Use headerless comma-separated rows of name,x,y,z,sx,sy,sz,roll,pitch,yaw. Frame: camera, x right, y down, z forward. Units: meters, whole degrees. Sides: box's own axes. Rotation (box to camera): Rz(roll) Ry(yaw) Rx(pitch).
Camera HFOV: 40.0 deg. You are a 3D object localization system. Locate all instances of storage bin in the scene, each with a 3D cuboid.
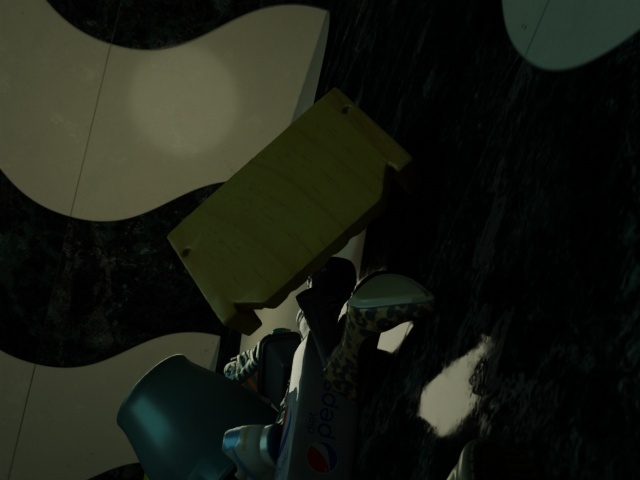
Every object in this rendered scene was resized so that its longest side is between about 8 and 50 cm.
storage bin,-0.057,0.253,1.652,0.091,0.098,0.135,-133,43,-56

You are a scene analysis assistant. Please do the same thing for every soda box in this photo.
soda box,-0.004,0.285,1.301,0.091,0.098,0.286,120,162,-54

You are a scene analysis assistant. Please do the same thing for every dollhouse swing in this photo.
dollhouse swing,0.000,0.000,1.392,0.347,0.305,0.315,-41,47,1

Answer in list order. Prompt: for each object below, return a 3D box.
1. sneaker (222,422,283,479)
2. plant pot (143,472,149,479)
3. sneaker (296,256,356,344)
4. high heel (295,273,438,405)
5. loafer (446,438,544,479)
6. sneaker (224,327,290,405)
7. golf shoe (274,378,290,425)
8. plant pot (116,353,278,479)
sneaker,-0.080,0.360,1.400,0.229,0.092,0.087,67,-154,-43
plant pot,-0.262,0.493,2.026,0.227,0.228,0.207,-170,103,-80
sneaker,0.013,0.138,1.513,0.229,0.086,0.132,107,166,-50
high heel,0.087,0.144,1.190,0.093,0.186,0.261,-33,16,-37
loafer,0.127,0.273,0.649,0.269,0.101,0.092,-73,4,-54
sneaker,-0.153,0.298,1.993,0.108,0.121,0.302,-86,16,-47
golf shoe,-0.047,0.332,1.558,0.094,0.077,0.198,102,-171,-81
plant pot,-0.238,0.365,1.673,0.272,0.255,0.272,-46,-17,-19
